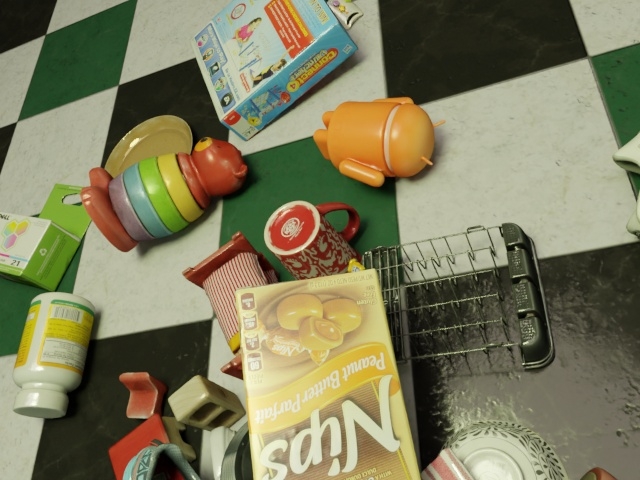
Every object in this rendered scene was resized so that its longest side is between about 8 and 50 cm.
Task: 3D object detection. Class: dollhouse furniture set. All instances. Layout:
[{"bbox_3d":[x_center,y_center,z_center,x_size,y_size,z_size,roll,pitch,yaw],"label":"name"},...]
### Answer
[{"bbox_3d":[-0.202,0.193,0.900,0.374,0.152,0.201,-37,54,2],"label":"dollhouse furniture set"}]

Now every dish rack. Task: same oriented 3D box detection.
[{"bbox_3d":[0.181,0.086,0.831,0.271,0.074,0.209,-12,57,21],"label":"dish rack"}]

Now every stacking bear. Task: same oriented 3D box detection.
[{"bbox_3d":[-0.282,-0.105,1.108,0.288,0.164,0.175,-24,29,-1],"label":"stacking bear"}]

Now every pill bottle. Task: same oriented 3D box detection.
[{"bbox_3d":[-0.494,0.212,1.052,0.117,0.117,0.209,-13,58,19],"label":"pill bottle"}]

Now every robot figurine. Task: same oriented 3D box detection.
[{"bbox_3d":[0.099,-0.172,0.980,0.219,0.128,0.158,9,24,29],"label":"robot figurine"}]

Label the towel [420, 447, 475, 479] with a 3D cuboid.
[{"bbox_3d":[0.142,0.359,0.666,0.144,0.029,0.197,51,121,37],"label":"towel"}]

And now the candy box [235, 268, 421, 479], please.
[{"bbox_3d":[0.007,0.204,0.686,0.182,0.088,0.317,-9,65,-2],"label":"candy box"}]

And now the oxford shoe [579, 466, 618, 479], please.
[{"bbox_3d":[0.265,0.420,0.574,0.130,0.123,0.349,27,85,15],"label":"oxford shoe"}]

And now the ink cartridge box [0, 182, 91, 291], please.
[{"bbox_3d":[-0.622,-0.033,1.264,0.188,0.097,0.256,8,68,29],"label":"ink cartridge box"}]

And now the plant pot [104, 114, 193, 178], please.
[{"bbox_3d":[-0.377,-0.173,1.266,0.236,0.032,0.237,-11,59,19],"label":"plant pot"}]

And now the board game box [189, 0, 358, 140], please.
[{"bbox_3d":[-0.113,-0.417,1.213,0.301,0.086,0.308,-35,53,15],"label":"board game box"}]

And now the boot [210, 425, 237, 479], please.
[{"bbox_3d":[-0.064,0.363,0.792,0.123,0.095,0.258,-24,57,-3],"label":"boot"}]

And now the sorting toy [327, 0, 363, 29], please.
[{"bbox_3d":[0.050,-0.496,1.244,0.075,0.045,0.083,40,84,17],"label":"sorting toy"}]

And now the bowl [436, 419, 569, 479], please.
[{"bbox_3d":[0.211,0.296,0.690,0.170,0.080,0.170,-11,60,19],"label":"bowl"}]

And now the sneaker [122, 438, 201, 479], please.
[{"bbox_3d":[-0.176,0.384,0.740,0.262,0.104,0.125,54,134,17],"label":"sneaker"}]

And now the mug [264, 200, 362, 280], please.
[{"bbox_3d":[-0.009,0.003,0.905,0.113,0.169,0.151,-6,61,24],"label":"mug"}]

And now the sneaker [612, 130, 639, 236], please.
[{"bbox_3d":[0.483,-0.008,0.724,0.146,0.122,0.331,-29,53,30],"label":"sneaker"}]

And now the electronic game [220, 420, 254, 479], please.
[{"bbox_3d":[-0.019,0.305,0.760,0.229,0.048,0.229,0,36,0],"label":"electronic game"}]

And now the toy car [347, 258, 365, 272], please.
[{"bbox_3d":[0.024,0.085,0.858,0.040,0.060,0.122,28,97,48],"label":"toy car"}]
